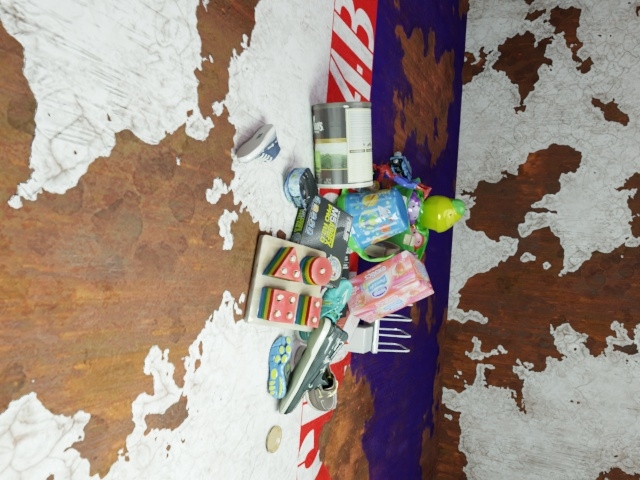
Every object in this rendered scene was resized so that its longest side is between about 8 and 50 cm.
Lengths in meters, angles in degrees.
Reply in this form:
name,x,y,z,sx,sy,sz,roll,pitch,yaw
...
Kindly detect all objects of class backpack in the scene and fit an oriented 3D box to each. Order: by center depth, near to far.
name,x,y,z,sx,sy,sz,roll,pitch,yaw
backpack,-0.066,-0.169,1.537,0.105,0.084,0.115,-59,145,-40

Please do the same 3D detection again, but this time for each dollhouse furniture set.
name,x,y,z,sx,sy,sz,roll,pitch,yaw
dollhouse furniture set,0.307,-0.077,2.050,0.198,0.286,0.304,-3,107,-63

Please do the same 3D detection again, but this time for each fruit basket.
name,x,y,z,sx,sy,sz,roll,pitch,yaw
fruit basket,0.486,-0.097,2.312,0.283,0.391,0.393,-58,141,-44

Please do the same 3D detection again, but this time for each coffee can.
name,x,y,z,sx,sy,sz,roll,pitch,yaw
coffee can,0.078,-0.325,1.672,0.201,0.201,0.276,-24,113,-60

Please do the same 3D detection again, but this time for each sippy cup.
name,x,y,z,sx,sy,sz,roll,pitch,yaw
sippy cup,0.209,-0.093,1.866,0.306,0.223,0.240,60,25,-32

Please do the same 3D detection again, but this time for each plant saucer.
name,x,y,z,sx,sy,sz,roll,pitch,yaw
plant saucer,-0.148,0.622,1.536,0.083,0.015,0.084,-13,105,-61

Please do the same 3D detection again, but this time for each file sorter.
name,x,y,z,sx,sy,sz,roll,pitch,yaw
file sorter,0.291,0.330,2.100,0.193,0.172,0.278,167,-72,-82

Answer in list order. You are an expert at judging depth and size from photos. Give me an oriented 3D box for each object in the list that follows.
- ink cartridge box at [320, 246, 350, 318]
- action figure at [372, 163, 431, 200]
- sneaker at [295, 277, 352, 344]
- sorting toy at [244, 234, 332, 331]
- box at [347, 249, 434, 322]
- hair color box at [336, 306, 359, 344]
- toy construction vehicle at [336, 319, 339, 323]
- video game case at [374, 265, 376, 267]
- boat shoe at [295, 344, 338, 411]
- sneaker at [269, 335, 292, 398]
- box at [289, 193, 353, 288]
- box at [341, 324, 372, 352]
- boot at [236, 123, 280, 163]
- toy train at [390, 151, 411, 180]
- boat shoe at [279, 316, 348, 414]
name,x,y,z,sx,sy,sz,roll,pitch,yaw
ink cartridge box,0.046,0.107,1.814,0.175,0.069,0.372,5,86,-63
action figure,0.328,-0.236,2.153,0.139,0.280,0.091,-63,170,26
sneaker,0.033,0.245,1.659,0.107,0.109,0.275,49,63,-23
sorting toy,-0.077,0.134,1.452,0.257,0.089,0.256,17,78,-42
box,0.257,0.183,1.881,0.154,0.299,0.142,32,36,-47
hair color box,0.102,0.327,1.892,0.072,0.043,0.141,64,35,-24
toy construction vehicle,0.079,0.334,1.923,0.098,0.035,0.086,-8,99,-62
video game case,0.300,0.202,2.352,0.190,0.022,0.174,-4,97,-62
boat shoe,0.004,0.500,1.727,0.117,0.096,0.325,-57,140,-44
sneaker,-0.124,0.391,1.524,0.078,0.066,0.188,55,39,-80
box,0.000,0.000,1.643,0.216,0.060,0.270,31,65,-39
box,0.149,0.397,1.993,0.087,0.101,0.102,8,86,-62
boot,-0.162,-0.244,1.359,0.190,0.069,0.086,-60,139,-44
toy train,0.399,-0.364,2.431,0.184,0.080,0.105,47,43,-51
boat shoe,-0.018,0.409,1.532,0.340,0.112,0.127,-64,-168,3
